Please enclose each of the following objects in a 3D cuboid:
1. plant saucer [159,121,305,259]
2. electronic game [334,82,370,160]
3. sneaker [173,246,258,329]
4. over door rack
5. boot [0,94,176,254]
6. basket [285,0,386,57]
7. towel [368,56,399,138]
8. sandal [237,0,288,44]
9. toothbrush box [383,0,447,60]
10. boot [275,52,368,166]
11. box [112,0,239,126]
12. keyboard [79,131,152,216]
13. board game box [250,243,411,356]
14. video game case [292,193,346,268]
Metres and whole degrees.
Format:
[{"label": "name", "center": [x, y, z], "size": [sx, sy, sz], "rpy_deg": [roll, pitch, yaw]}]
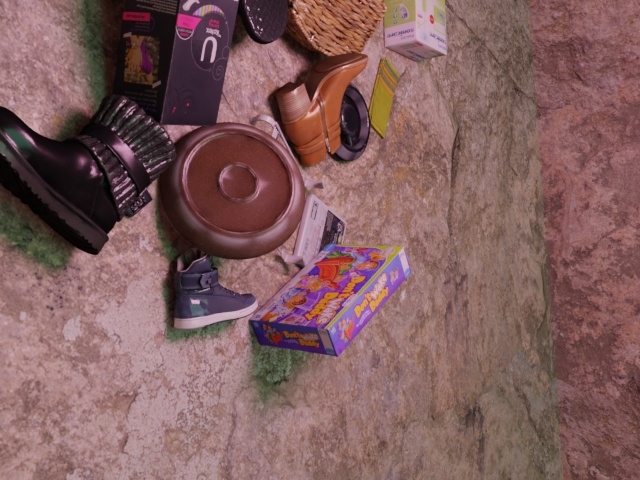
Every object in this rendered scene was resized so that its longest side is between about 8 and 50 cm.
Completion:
[{"label": "plant saucer", "center": [-0.175, -0.114, 1.549], "size": [0.311, 0.050, 0.310], "rpy_deg": [6, 72, -17]}, {"label": "electronic game", "center": [0.069, -0.334, 2.061], "size": [0.229, 0.048, 0.229], "rpy_deg": [6, 83, -53]}, {"label": "sneaker", "center": [-0.220, 0.091, 1.588], "size": [0.226, 0.086, 0.163], "rpy_deg": [-9, 97, -53]}, {"label": "over door rack", "center": [-0.115, -0.110, 1.750], "size": [0.324, 0.108, 0.239], "rpy_deg": [47, 52, -56]}, {"label": "boot", "center": [-0.418, -0.168, 1.272], "size": [0.260, 0.131, 0.348], "rpy_deg": [-58, 143, -21]}, {"label": "basket", "center": [-0.018, -0.614, 1.930], "size": [0.299, 0.223, 0.213], "rpy_deg": [23, 101, -51]}, {"label": "towel", "center": [0.194, -0.436, 2.267], "size": [0.102, 0.021, 0.237], "rpy_deg": [38, 57, -45]}, {"label": "sandal", "center": [-0.175, -0.646, 1.727], "size": [0.168, 0.107, 0.445], "rpy_deg": [7, 68, -53]}, {"label": "toothbrush box", "center": [0.300, -0.737, 2.359], "size": [0.206, 0.122, 0.283], "rpy_deg": [4, 85, -54]}, {"label": "boot", "center": [0.029, -0.336, 1.903], "size": [0.283, 0.109, 0.220], "rpy_deg": [-38, 127, -24]}, {"label": "box", "center": [-0.278, -0.365, 1.424], "size": [0.165, 0.143, 0.270], "rpy_deg": [-12, 119, -57]}, {"label": "keyboard", "center": [-0.378, -0.148, 1.435], "size": [0.100, 0.038, 0.192], "rpy_deg": [-54, 129, -42]}, {"label": "board game box", "center": [0.031, 0.131, 1.782], "size": [0.347, 0.234, 0.078], "rpy_deg": [-43, 124, -42]}, {"label": "video game case", "center": [0.000, 0.000, 1.958], "size": [0.173, 0.022, 0.190], "rpy_deg": [37, 57, -46]}]
